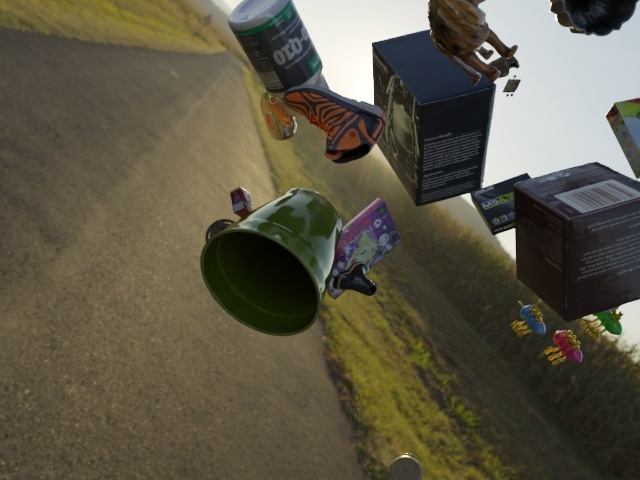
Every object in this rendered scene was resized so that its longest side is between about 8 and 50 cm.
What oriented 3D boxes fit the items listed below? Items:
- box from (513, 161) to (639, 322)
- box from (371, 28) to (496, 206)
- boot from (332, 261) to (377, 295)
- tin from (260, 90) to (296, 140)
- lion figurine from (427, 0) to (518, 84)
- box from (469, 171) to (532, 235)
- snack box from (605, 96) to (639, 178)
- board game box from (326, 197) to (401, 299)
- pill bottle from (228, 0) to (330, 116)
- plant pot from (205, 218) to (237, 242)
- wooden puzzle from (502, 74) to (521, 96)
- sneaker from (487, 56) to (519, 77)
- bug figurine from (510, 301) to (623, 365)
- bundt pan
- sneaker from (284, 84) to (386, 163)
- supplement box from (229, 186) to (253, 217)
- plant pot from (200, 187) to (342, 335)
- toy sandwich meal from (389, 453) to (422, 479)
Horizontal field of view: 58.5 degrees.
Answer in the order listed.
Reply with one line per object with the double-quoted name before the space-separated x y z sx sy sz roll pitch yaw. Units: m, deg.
"box" 0.452 -0.003 0.990 0.167 0.169 0.203 -119 -164 -61
"box" 0.412 -0.477 2.199 0.471 0.298 0.479 84 -12 -45
"boot" 0.148 0.136 1.903 0.137 0.076 0.198 15 26 29
"tin" -0.154 -0.460 2.100 0.040 0.106 0.189 -32 105 -77
"lion figurine" 0.337 -0.499 1.397 0.240 0.142 0.392 35 6 -7
"box" 0.578 -0.114 1.738 0.184 0.191 0.045 -103 172 -47
"snack box" 0.878 -0.279 1.493 0.070 0.175 0.207 83 -6 -68
"board game box" 0.129 0.031 2.058 0.056 0.347 0.208 29 -25 54
"pill bottle" -0.116 -0.580 1.790 0.204 0.204 0.361 50 -4 48
"plant pot" -0.311 0.000 1.916 0.167 0.167 0.165 41 -8 4
"wooden puzzle" 0.633 -0.511 1.891 0.006 0.083 0.049 29 -3 -38
"sneaker" 0.690 -0.659 2.204 0.071 0.188 0.066 50 -15 18
"bug figurine" 0.601 0.172 1.368 0.072 0.279 0.216 16 38 -33
"bundt pan" 0.893 -0.842 1.895 0.331 0.330 0.124 38 0 -20
"sneaker" 0.017 -0.337 1.670 0.321 0.180 0.124 19 -13 18
"supplement box" -0.246 -0.118 1.782 0.055 0.043 0.083 37 33 -57
"plant pot" -0.103 0.029 1.690 0.366 0.366 0.353 40 41 -4
"toy sandwich meal" 0.198 0.540 1.331 0.085 0.086 0.029 48 -22 41
